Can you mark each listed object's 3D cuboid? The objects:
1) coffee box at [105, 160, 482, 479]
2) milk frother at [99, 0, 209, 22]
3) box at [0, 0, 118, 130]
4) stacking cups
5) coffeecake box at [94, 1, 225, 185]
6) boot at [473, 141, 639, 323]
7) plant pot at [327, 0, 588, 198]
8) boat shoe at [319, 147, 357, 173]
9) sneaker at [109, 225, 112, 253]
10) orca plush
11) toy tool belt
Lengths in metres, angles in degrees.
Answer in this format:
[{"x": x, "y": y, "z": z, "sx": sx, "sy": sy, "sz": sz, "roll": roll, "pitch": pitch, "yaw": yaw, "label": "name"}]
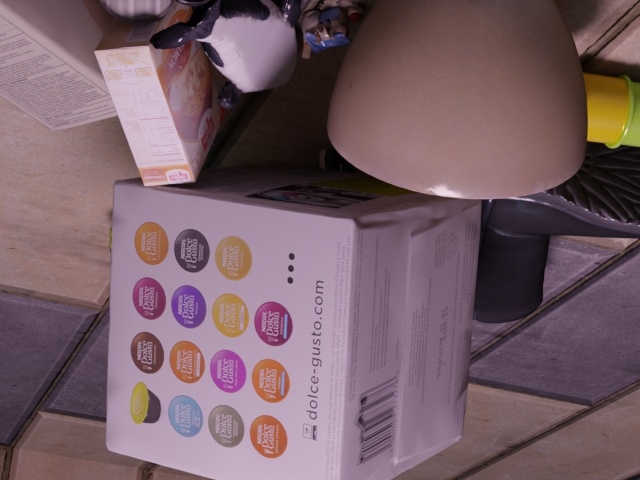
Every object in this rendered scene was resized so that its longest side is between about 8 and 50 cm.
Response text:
[{"x": -0.031, "y": 0.094, "z": 1.767, "sx": 0.334, "sy": 0.337, "sz": 0.338, "roll": 10, "pitch": -168, "yaw": 29, "label": "coffee box"}, {"x": -0.169, "y": -0.274, "z": 1.500, "sx": 0.129, "sy": 0.143, "sz": 0.134, "roll": -1, "pitch": 154, "yaw": -6, "label": "milk frother"}, {"x": -0.341, "y": -0.252, "z": 1.601, "sx": 0.148, "sy": 0.121, "sz": 0.311, "roll": -9, "pitch": 152, "yaw": 29, "label": "box"}, {"x": 0.448, "y": -0.148, "z": 1.748, "sx": 0.316, "sy": 0.096, "sz": 0.096, "roll": 6, "pitch": 156, "yaw": -10, "label": "stacking cups"}, {"x": -0.178, "y": -0.178, "z": 1.635, "sx": 0.068, "sy": 0.142, "sz": 0.185, "roll": -3, "pitch": 129, "yaw": 17, "label": "coffeecake box"}, {"x": 0.307, "y": 0.005, "z": 2.008, "sx": 0.367, "sy": 0.146, "sz": 0.445, "roll": 14, "pitch": 151, "yaw": 8, "label": "boot"}, {"x": 0.154, "y": -0.196, "z": 1.528, "sx": 0.284, "sy": 0.284, "sz": 0.191, "roll": 4, "pitch": 120, "yaw": 0, "label": "plant pot"}, {"x": 0.034, "y": -0.087, "z": 1.995, "sx": 0.038, "sy": 0.046, "sz": 0.125, "roll": 0, "pitch": 147, "yaw": 20, "label": "boat shoe"}, {"x": -0.214, "y": 0.032, "z": 2.254, "sx": 0.123, "sy": 0.109, "sz": 0.295, "roll": -33, "pitch": 140, "yaw": 25, "label": "sneaker"}, {"x": -0.117, "y": -0.232, "z": 1.603, "sx": 0.102, "sy": 0.151, "sz": 0.287, "roll": 32, "pitch": -159, "yaw": 17, "label": "orca plush"}, {"x": 0.014, "y": -0.239, "z": 1.656, "sx": 0.083, "sy": 0.051, "sz": 0.052, "roll": -13, "pitch": 150, "yaw": 32, "label": "toy tool belt"}]
